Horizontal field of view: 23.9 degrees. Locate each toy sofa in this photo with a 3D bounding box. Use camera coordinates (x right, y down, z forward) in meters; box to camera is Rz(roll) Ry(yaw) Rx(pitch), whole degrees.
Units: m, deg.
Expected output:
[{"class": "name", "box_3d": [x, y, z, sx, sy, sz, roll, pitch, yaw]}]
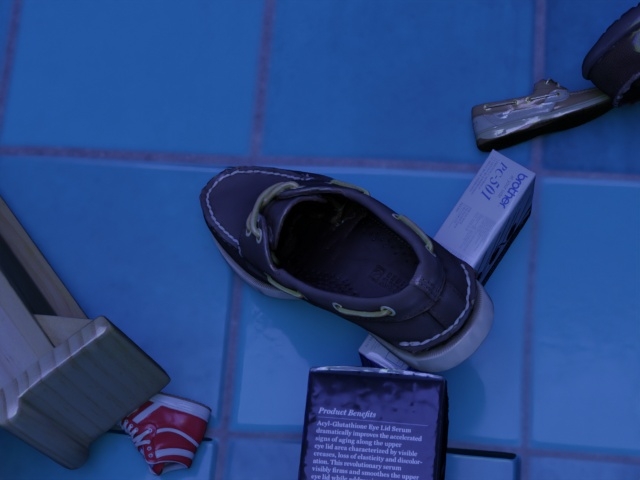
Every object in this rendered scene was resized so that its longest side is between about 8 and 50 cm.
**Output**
[{"class": "toy sofa", "box_3d": [-0.303, 0.024, 1.261, 0.177, 0.150, 0.362, -38, 64, -3]}]

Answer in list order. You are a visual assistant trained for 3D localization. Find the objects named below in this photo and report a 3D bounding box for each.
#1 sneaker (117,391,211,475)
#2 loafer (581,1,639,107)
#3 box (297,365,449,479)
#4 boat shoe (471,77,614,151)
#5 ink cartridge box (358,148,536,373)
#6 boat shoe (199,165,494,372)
[{"class": "sneaker", "box_3d": [-0.158, 0.159, 1.278, 0.119, 0.042, 0.067, 12, 69, 7]}, {"class": "loafer", "box_3d": [0.407, -0.161, 1.281, 0.366, 0.134, 0.130, -11, 75, -4]}, {"class": "box", "box_3d": [0.040, 0.216, 1.182, 0.108, 0.153, 0.207, 3, 70, 7]}, {"class": "boat shoe", "box_3d": [0.199, -0.120, 1.339, 0.135, 0.050, 0.045, -16, 75, -1]}, {"class": "ink cartridge box", "box_3d": [0.108, 0.032, 1.269, 0.046, 0.097, 0.207, 31, 77, 15]}, {"class": "boat shoe", "box_3d": [0.000, 0.000, 1.224, 0.116, 0.096, 0.324, -51, 44, -8]}]
